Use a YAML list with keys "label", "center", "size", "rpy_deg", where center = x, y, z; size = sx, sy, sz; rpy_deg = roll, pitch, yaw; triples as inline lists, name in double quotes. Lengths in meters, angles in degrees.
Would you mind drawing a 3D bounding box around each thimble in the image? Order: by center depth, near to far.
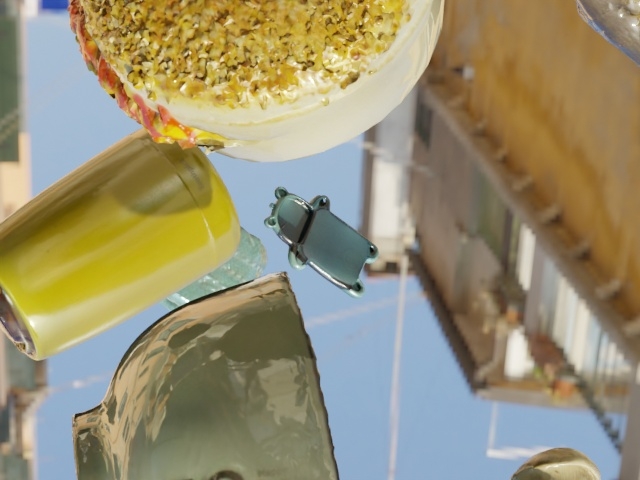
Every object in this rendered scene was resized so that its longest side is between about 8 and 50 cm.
- label: "thimble"
  center: [-0.195, 0.020, 2.172]
  size: [0.235, 0.143, 0.198]
  rpy_deg: [24, 169, 24]

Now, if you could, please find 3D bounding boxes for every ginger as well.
- label: "ginger"
  center: [0.337, -0.250, 1.724]
  size: [0.333, 0.080, 0.166]
  rpy_deg: [32, 176, -30]

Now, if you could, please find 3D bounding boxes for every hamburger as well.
- label: "hamburger"
  center: [-0.046, -0.196, 1.159]
  size: [0.294, 0.179, 0.276]
  rpy_deg: [-26, -118, 7]

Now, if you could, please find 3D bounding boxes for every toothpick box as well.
- label: "toothpick box"
  center: [-0.237, 0.008, 1.667]
  size: [0.271, 0.175, 0.175]
  rpy_deg: [-33, -142, -21]

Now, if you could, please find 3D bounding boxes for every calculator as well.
- label: "calculator"
  center: [0.000, 0.000, 1.649]
  size: [0.019, 0.141, 0.094]
  rpy_deg: [-24, -143, 51]

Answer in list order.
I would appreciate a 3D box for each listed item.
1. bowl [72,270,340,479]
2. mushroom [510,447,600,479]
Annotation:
- label: "bowl"
  center: [-0.093, 0.209, 1.231]
  size: [0.185, 0.354, 0.354]
  rpy_deg: [-7, -155, -8]
- label: "mushroom"
  center: [0.163, 0.264, 1.257]
  size: [0.092, 0.081, 0.223]
  rpy_deg: [10, -124, 42]
